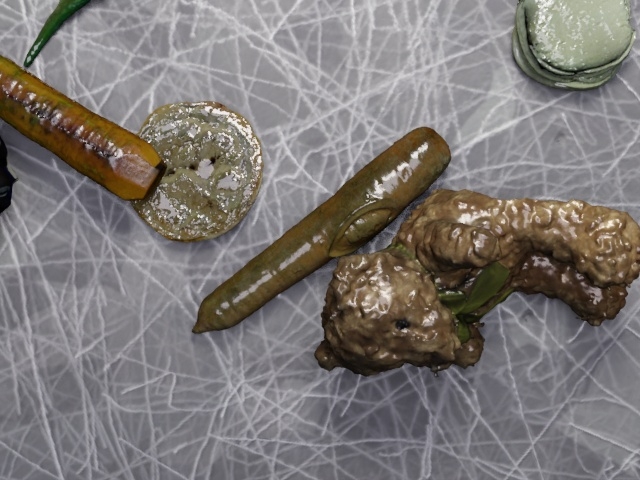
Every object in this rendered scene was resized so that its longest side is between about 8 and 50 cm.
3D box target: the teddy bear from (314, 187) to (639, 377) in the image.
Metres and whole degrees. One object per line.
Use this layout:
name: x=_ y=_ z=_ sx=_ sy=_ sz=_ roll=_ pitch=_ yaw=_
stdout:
teddy bear: x=0.163 y=0.058 z=1.656 sx=0.296 sy=0.246 sz=0.222 roll=19 pitch=64 yaw=8

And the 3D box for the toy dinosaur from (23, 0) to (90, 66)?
toy dinosaur: x=-0.117 y=-0.328 z=1.711 sx=0.301 sy=0.087 sz=0.447 roll=28 pitch=108 yaw=-8

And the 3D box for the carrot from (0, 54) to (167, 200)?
carrot: x=-0.281 y=-0.130 z=1.712 sx=0.260 sy=0.070 sz=0.070 roll=34 pitch=90 yaw=7

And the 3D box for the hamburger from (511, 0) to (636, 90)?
hamburger: x=0.273 y=-0.233 z=1.734 sx=0.133 sy=0.062 sz=0.140 roll=6 pitch=88 yaw=-2

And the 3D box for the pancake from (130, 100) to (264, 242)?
pancake: x=-0.136 y=-0.076 z=1.745 sx=0.158 sy=0.028 sz=0.158 roll=0 pitch=89 yaw=2

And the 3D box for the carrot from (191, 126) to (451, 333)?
carrot: x=-0.001 y=-0.001 z=1.731 sx=0.342 sy=0.070 sz=0.070 roll=-38 pitch=91 yaw=1

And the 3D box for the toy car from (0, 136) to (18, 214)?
toy car: x=-0.455 y=-0.109 z=1.693 sx=0.193 sy=0.118 sz=0.301 roll=-39 pitch=92 yaw=8
